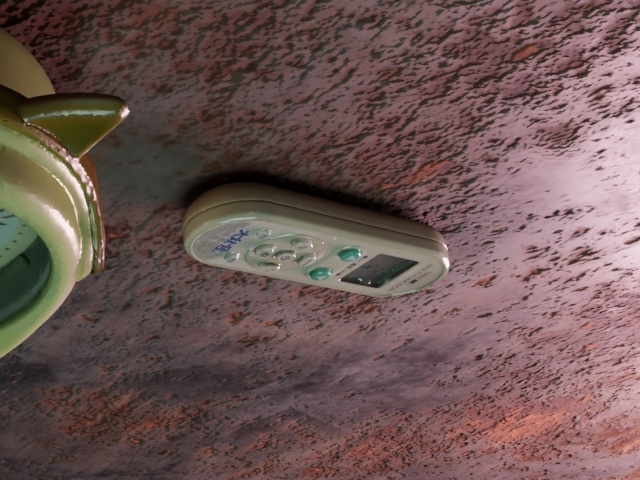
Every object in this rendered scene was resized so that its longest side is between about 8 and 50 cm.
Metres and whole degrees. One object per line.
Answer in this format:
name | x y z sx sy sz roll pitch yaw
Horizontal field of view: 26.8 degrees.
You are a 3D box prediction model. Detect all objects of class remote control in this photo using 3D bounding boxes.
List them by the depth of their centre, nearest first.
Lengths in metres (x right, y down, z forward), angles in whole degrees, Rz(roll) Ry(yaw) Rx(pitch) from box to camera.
remote control | 0.000 0.000 0.954 0.221 0.042 0.078 11 146 -38

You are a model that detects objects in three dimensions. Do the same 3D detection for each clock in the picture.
clock | -0.264 -0.024 0.725 0.286 0.117 0.348 17 143 -42
